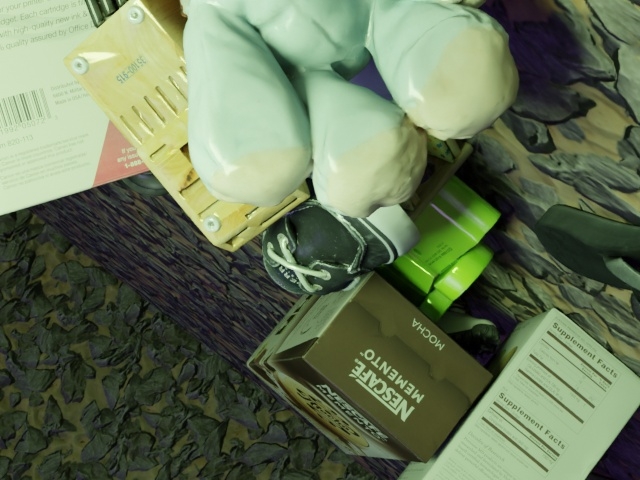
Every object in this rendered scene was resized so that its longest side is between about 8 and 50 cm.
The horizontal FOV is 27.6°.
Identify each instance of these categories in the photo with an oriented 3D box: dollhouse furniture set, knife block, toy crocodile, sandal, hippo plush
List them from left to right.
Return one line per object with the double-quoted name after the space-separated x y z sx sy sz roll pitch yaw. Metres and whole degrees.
-0.100 -0.154 1.094 0.276 0.088 0.242 51 -154 -8 "knife block"
-0.015 -0.127 0.904 0.294 0.234 0.236 15 176 3 "hippo plush"
0.015 -0.122 1.128 0.161 0.101 0.182 27 161 43 "dollhouse furniture set"
0.107 0.003 1.306 0.115 0.105 0.340 38 162 4 "toy crocodile"
0.263 0.031 1.043 0.097 0.054 0.254 47 165 -26 "sandal"

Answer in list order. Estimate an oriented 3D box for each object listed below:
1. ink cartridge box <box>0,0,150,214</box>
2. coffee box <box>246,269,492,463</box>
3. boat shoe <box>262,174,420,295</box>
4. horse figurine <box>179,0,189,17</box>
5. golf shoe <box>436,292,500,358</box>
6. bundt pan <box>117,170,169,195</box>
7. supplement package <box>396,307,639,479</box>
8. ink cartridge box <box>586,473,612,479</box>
-0.268 -0.184 1.248 0.117 0.207 0.283 2 109 67 "ink cartridge box"
0.042 0.141 1.407 0.168 0.119 0.297 42 165 -5 "coffee box"
0.000 0.000 1.114 0.108 0.102 0.301 45 170 -4 "boat shoe"
-0.145 -0.298 0.993 0.263 0.066 0.174 59 -179 37 "horse figurine"
0.137 0.084 1.463 0.077 0.094 0.198 17 169 -25 "golf shoe"
-0.281 -0.182 1.678 0.331 0.124 0.331 38 166 12 "bundt pan"
0.204 0.210 1.357 0.134 0.244 0.139 40 165 0 "supplement package"
0.317 0.418 1.793 0.114 0.197 0.273 46 165 -16 "ink cartridge box"
